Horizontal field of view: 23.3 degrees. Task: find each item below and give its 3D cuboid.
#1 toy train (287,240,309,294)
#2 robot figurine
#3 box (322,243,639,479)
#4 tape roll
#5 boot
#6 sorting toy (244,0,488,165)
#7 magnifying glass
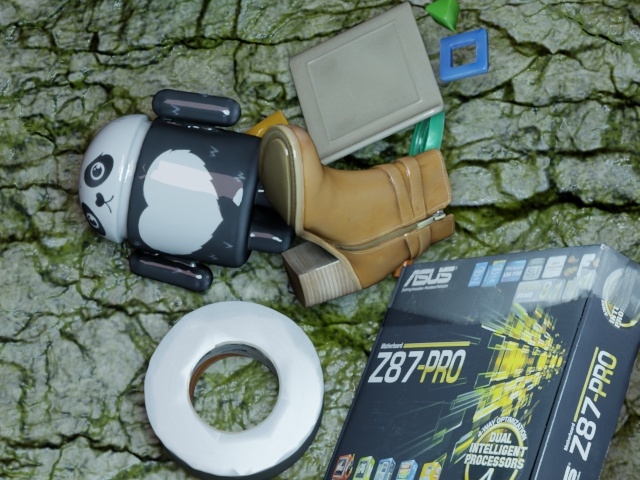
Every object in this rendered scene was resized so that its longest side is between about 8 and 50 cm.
[{"bbox_3d":[0.000,0.000,1.987,0.036,0.027,0.158,21,74,3],"label":"toy train"},{"bbox_3d":[-0.162,-0.060,1.929,0.278,0.173,0.209,12,72,3],"label":"robot figurine"},{"bbox_3d":[0.181,0.174,1.750,0.097,0.395,0.318,31,72,-25],"label":"box"},{"bbox_3d":[-0.104,0.187,1.904,0.219,0.072,0.219,0,71,0],"label":"tape roll"},{"bbox_3d":[0.053,-0.058,1.838,0.220,0.283,0.109,-25,39,-13],"label":"boot"},{"bbox_3d":[0.060,-0.197,2.009,0.348,0.047,0.196,-24,55,15],"label":"sorting toy"},{"bbox_3d":[0.125,-0.064,1.985,0.026,0.092,0.231,14,82,-10],"label":"magnifying glass"}]
